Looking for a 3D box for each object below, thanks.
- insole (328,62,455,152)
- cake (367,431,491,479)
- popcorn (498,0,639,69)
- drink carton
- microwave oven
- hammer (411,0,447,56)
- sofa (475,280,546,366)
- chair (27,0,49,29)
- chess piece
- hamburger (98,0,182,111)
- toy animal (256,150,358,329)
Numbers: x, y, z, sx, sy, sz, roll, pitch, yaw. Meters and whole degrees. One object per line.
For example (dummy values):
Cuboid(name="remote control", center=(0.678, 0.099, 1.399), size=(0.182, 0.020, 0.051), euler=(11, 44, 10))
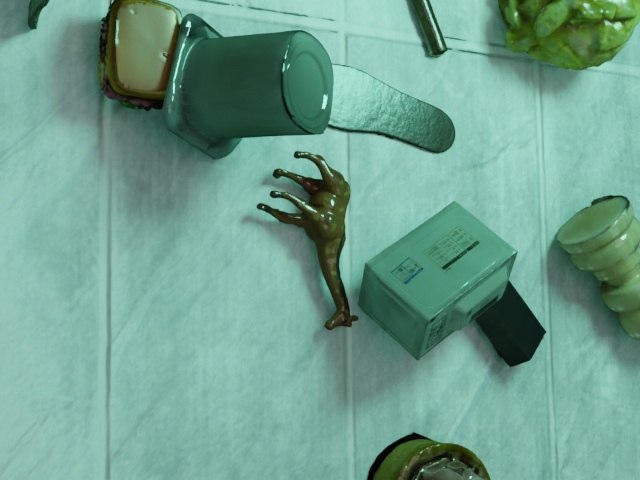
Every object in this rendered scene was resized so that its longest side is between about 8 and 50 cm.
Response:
Cuboid(name="insole", center=(0.088, -0.218, 1.914), size=(0.327, 0.007, 0.111), euler=(16, 77, -26))
Cuboid(name="cake", center=(0.187, 0.397, 1.785), size=(0.185, 0.178, 0.208), euler=(-2, 81, -28))
Cuboid(name="popcorn", center=(0.442, -0.414, 2.022), size=(0.259, 0.212, 0.259), euler=(9, 73, -32))
Cuboid(name="drink carton", center=(-0.091, -0.226, 1.684), size=(0.191, 0.189, 0.186), euler=(35, 57, -54))
Cuboid(name="microwave oven", center=(0.184, 0.064, 1.832), size=(0.208, 0.122, 0.162), euler=(-34, 62, -27))
Cuboid(name="hammer", center=(0.151, -0.453, 1.969), size=(0.125, 0.027, 0.297), euler=(-21, 93, -24))
Cuboid(name="sofa", center=(0.308, 0.132, 1.961), size=(0.147, 0.060, 0.085), euler=(52, 47, -13))
Cuboid(name="chair", center=(-0.344, -0.471, 1.634), size=(0.186, 0.160, 0.319), euler=(-10, 85, -27))
Cuboid(name="chess piece", center=(0.541, 0.061, 2.050), size=(0.143, 0.142, 0.261), euler=(-43, 107, -26))
Cuboid(name="hamburger", center=(-0.260, -0.269, 1.689), size=(0.137, 0.087, 0.166), euler=(9, 80, -28))
Cuboid(name="toy animal", center=(0.000, 0.000, 1.803), size=(0.229, 0.066, 0.224), euler=(37, 68, -25))
